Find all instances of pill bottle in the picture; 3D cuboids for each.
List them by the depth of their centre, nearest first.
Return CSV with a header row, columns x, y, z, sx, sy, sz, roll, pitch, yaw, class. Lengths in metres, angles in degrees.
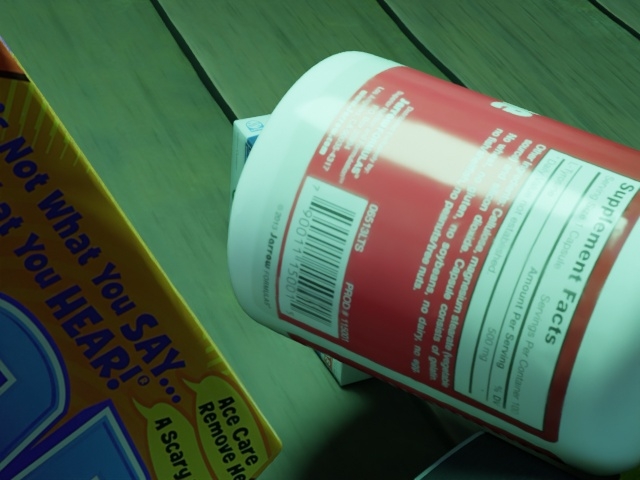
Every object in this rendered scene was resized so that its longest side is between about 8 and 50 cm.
x,y,z,sx,sy,sz,roll,pitch,yaw,class
0.155,0.028,1.107,0.407,0.229,0.229,23,38,23,pill bottle

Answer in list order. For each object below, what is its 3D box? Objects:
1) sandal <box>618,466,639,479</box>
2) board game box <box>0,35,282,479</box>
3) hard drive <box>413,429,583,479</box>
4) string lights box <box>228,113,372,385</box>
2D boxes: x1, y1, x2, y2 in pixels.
x,y,z,sx,sy,sz,roll,pitch,yaw,class
0.292,0.185,1.202,0.138,0.126,0.317,32,32,-37,sandal
-0.318,0.068,0.848,0.356,0.356,0.356,-44,35,-19,board game box
0.080,0.241,1.035,0.254,0.054,0.172,-42,34,-18,hard drive
0.000,0.000,1.417,0.076,0.133,0.260,-12,37,-23,string lights box
